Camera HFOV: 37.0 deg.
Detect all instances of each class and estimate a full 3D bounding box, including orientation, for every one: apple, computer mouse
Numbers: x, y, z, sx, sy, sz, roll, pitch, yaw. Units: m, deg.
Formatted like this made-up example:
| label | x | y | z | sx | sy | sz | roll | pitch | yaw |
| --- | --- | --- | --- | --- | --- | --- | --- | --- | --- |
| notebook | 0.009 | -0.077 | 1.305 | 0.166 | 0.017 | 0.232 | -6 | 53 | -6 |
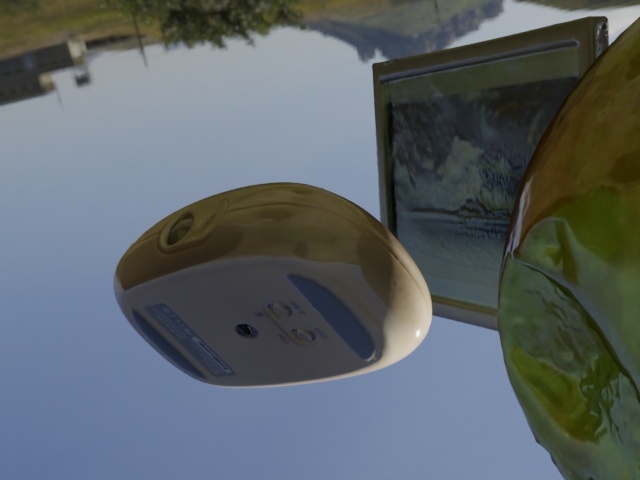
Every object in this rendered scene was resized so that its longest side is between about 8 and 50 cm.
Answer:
| label | x | y | z | sx | sy | sz | roll | pitch | yaw |
| --- | --- | --- | --- | --- | --- | --- | --- | --- | --- |
| apple | 0.262 | 0.013 | 0.484 | 0.339 | 0.340 | 0.339 | -12 | -165 | 3 |
| computer mouse | -0.034 | 0.031 | 0.630 | 0.236 | 0.145 | 0.082 | -15 | -143 | 44 |

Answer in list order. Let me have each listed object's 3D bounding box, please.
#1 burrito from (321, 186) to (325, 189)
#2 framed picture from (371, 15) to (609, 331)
| label | x | y | z | sx | sy | sz | roll | pitch | yaw |
| --- | --- | --- | --- | --- | --- | --- | --- | --- | --- |
| burrito | 0.000 | 0.003 | 0.758 | 0.044 | 0.074 | 0.118 | 4 | -167 | -9 |
| framed picture | 0.126 | -0.044 | 0.771 | 0.024 | 0.232 | 0.315 | -6 | -175 | -23 |
